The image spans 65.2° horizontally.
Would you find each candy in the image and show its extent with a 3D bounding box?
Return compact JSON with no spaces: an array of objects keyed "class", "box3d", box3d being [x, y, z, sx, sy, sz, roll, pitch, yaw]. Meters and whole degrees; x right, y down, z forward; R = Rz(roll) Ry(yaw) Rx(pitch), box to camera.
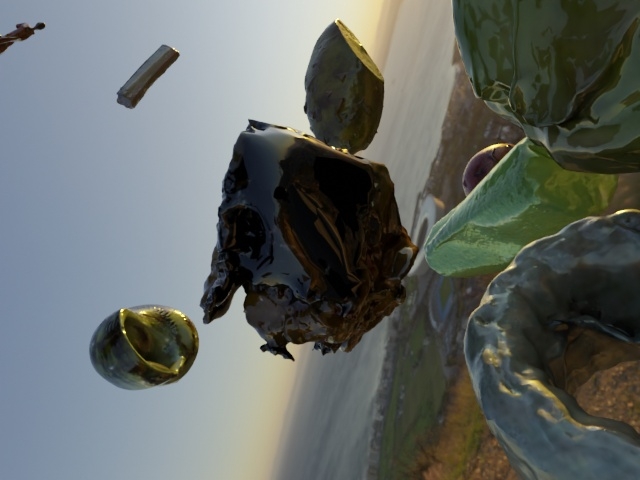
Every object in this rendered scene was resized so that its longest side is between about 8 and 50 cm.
[{"class":"candy","box3d":[0.266,-0.042,0.721,0.343,0.131,0.142,120,161,-68]}]

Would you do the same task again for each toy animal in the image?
[{"class":"toy animal","box3d":[-0.806,-0.435,1.153,0.097,0.312,0.158,57,-159,-46]}]

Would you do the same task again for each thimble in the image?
[{"class":"thimble","box3d":[0.285,0.120,0.427,0.195,0.291,0.292,59,-151,-33]}]

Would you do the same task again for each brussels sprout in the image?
[{"class":"brussels sprout","box3d":[0.260,-0.213,0.361,0.247,0.328,0.328,-24,-34,-31]}]

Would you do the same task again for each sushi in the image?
[{"class":"sushi","box3d":[-0.002,0.007,0.483,0.213,0.203,0.200,-105,33,-79]}]

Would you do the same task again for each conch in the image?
[{"class":"conch","box3d":[-0.272,0.176,0.789,0.124,0.181,0.187,-51,38,9]}]

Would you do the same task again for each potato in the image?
[{"class":"potato","box3d":[0.045,-0.317,1.028,0.141,0.175,0.299,8,-107,-59]}]

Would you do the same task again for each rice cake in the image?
[{"class":"rice cake","box3d":[-0.369,-0.358,1.078,0.036,0.047,0.207,-49,16,54]}]

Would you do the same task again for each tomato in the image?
[{"class":"tomato","box3d":[0.393,-0.119,1.078,0.167,0.167,0.168,14,-90,-89]}]
